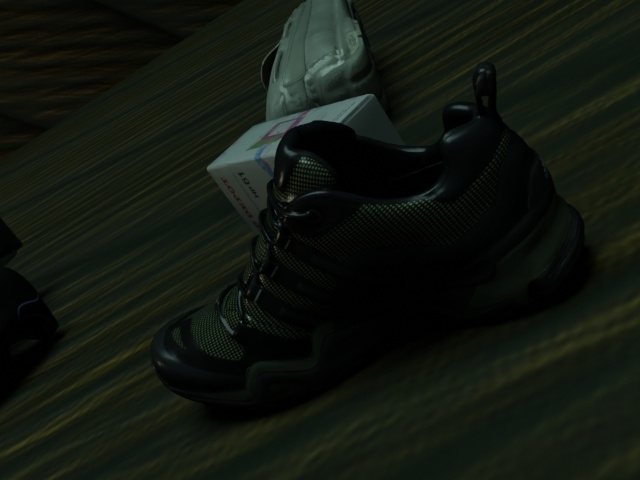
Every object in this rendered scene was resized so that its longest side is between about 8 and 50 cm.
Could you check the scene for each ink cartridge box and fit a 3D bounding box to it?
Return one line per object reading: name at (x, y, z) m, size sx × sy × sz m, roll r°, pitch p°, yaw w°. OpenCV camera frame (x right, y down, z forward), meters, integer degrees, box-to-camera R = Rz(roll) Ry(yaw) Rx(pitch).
ink cartridge box at (0.000, -0.030, 0.514) m, size 0.052 × 0.089 × 0.122 m, roll -47°, pitch 24°, yaw -27°

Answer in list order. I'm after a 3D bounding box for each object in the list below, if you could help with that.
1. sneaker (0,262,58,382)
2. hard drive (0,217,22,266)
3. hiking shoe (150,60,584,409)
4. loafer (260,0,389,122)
sneaker at (-0.294, 0.099, 0.631) m, size 0.081 × 0.090 × 0.232 m, roll -45°, pitch 3°, yaw 46°
hard drive at (-0.446, 0.108, 0.763) m, size 0.339 × 0.064 × 0.237 m, roll -38°, pitch 5°, yaw 7°
hiking shoe at (0.000, 0.000, 0.408) m, size 0.226 × 0.114 × 0.086 m, roll -25°, pitch 21°, yaw 20°
loafer at (-0.007, -0.181, 0.845) m, size 0.111 × 0.112 × 0.319 m, roll -20°, pitch 22°, yaw 8°
